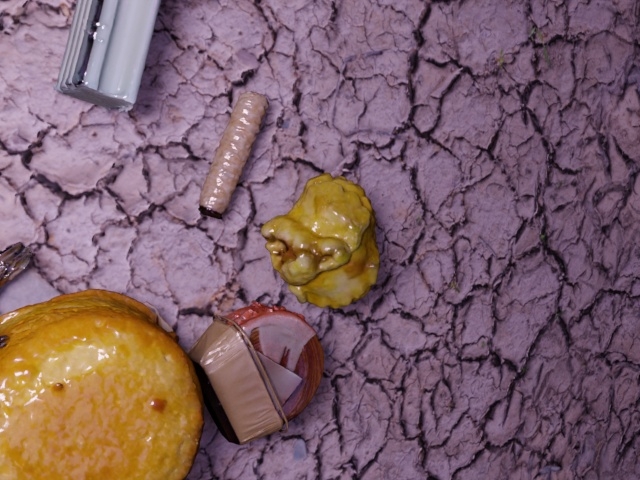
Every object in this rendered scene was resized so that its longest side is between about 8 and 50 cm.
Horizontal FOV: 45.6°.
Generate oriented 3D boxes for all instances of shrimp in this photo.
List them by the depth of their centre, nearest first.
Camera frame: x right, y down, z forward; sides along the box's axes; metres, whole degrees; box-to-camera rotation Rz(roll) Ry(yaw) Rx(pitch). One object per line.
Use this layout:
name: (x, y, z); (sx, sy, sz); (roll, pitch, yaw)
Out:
shrimp: (-0.452, 0.091, 1.007); (0.219, 0.152, 0.046); (-51, 134, -25)

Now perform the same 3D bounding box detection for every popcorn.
popcorn: (0.000, 0.000, 1.297); (0.203, 0.200, 0.226); (-2, 131, -8)

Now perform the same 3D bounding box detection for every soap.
soap: (-0.289, -0.315, 1.067); (0.094, 0.150, 0.261); (13, 88, -31)

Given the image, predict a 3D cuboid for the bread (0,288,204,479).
bread: (-0.326, 0.249, 1.066); (0.358, 0.204, 0.336); (-19, 105, -34)

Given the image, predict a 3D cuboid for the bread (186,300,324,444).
bread: (-0.099, 0.213, 1.259); (0.212, 0.142, 0.224); (-31, 110, -24)

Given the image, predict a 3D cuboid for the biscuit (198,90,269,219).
biscuit: (-0.143, -0.139, 1.242); (0.219, 0.055, 0.061); (-69, 159, -6)
